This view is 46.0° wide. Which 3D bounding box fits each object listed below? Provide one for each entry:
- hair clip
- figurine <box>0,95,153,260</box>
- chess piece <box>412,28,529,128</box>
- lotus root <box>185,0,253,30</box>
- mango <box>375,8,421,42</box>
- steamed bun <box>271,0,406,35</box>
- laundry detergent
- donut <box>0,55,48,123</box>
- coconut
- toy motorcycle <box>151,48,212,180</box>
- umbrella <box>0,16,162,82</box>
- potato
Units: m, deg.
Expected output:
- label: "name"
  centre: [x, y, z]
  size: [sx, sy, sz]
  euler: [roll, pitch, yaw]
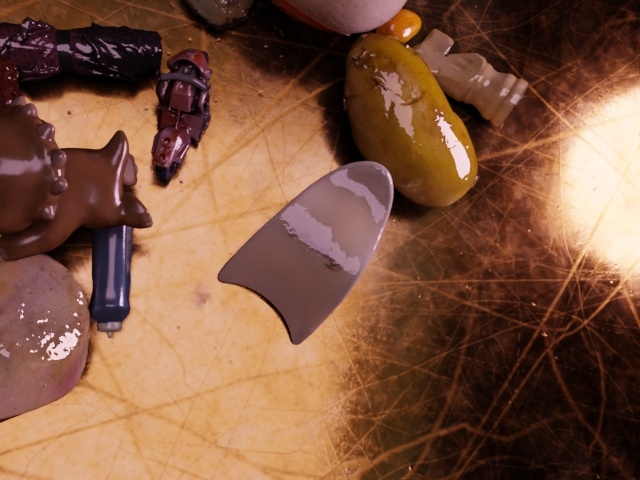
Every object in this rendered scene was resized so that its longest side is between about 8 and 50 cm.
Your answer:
- label: "hair clip"
  centre: [0.000, 0.002, 1.158]
  size: [0.172, 0.113, 0.282]
  euler: [42, 76, -5]
- label: "figurine"
  centre: [-0.344, -0.091, 0.943]
  size: [0.247, 0.173, 0.177]
  euler: [-9, 41, -19]
- label: "chess piece"
  centre: [0.245, -0.279, 1.281]
  size: [0.200, 0.090, 0.090]
  euler: [33, 76, 4]
- label: "lotus root"
  centre: [-0.161, -0.413, 1.197]
  size: [0.143, 0.070, 0.144]
  euler: [-20, 88, -15]
- label: "mango"
  centre: [0.135, -0.362, 1.278]
  size: [0.089, 0.046, 0.060]
  euler: [-20, 89, -28]
- label: "steamed bun"
  centre: [0.000, -0.419, 1.149]
  size: [0.283, 0.283, 0.177]
  euler: [32, 109, -8]
- label: "laundry detergent"
  centre: [-0.300, 0.037, 1.087]
  size: [0.061, 0.096, 0.207]
  euler: [3, 81, -23]
- label: "donut"
  centre: [-0.452, -0.157, 1.048]
  size: [0.144, 0.126, 0.187]
  euler: [3, 70, -47]
- label: "coconut"
  centre: [-0.438, 0.125, 0.984]
  size: [0.259, 0.259, 0.260]
  euler: [2, 82, -14]
- label: "toy motorcycle"
  centre: [-0.211, -0.198, 1.131]
  size: [0.084, 0.118, 0.213]
  euler: [16, 79, -2]
- label: "umbrella"
  centre: [-0.397, -0.278, 1.109]
  size: [0.325, 0.094, 0.090]
  euler: [-3, 101, -14]
- label: "potato"
  centre: [0.134, -0.190, 1.204]
  size: [0.173, 0.140, 0.300]
  euler: [-35, 98, -17]
